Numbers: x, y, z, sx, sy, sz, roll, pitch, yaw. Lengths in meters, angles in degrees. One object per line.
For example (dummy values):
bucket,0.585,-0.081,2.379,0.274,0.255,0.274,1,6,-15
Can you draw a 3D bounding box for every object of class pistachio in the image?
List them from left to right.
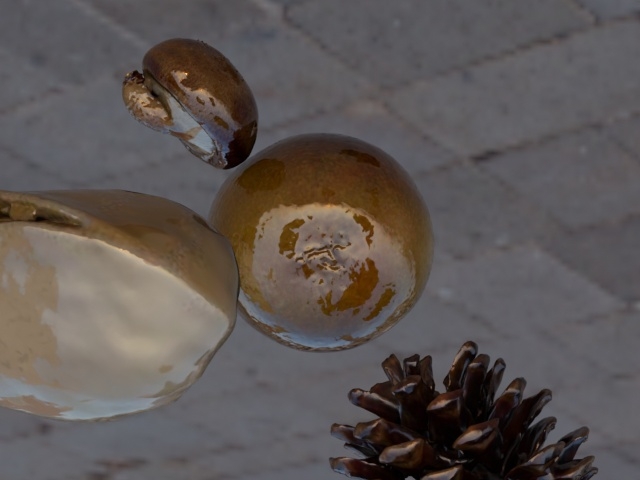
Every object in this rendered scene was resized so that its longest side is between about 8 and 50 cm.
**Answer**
pistachio,-0.139,0.031,1.020,0.223,0.126,0.152,0,139,33

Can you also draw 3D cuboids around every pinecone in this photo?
pinecone,0.098,0.165,1.341,0.207,0.208,0.208,4,156,2

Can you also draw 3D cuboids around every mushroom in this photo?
mushroom,-0.101,-0.108,1.571,0.127,0.087,0.127,47,170,10

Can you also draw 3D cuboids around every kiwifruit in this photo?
kiwifruit,0.000,0.000,1.644,0.196,0.196,0.234,5,-179,1
